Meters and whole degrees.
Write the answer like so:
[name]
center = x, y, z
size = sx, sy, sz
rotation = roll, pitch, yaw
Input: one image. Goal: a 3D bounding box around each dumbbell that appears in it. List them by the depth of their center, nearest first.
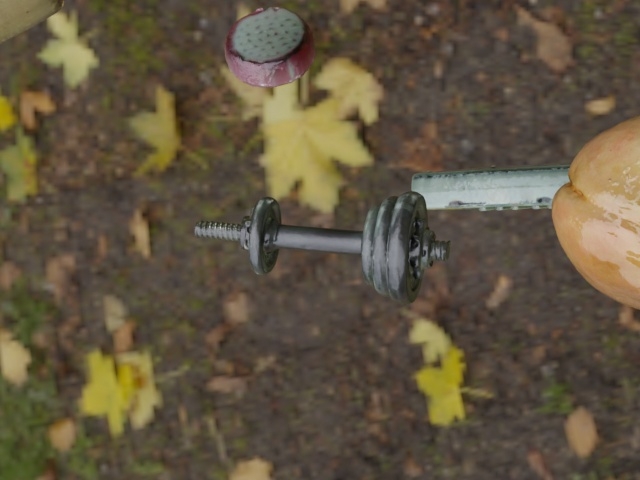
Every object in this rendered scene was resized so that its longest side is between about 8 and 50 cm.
[dumbbell]
center = 0.000, 0.000, 1.690
size = 0.254, 0.110, 0.110
rotation = 5, 98, 13

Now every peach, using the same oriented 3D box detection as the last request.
[peach]
center = 0.298, -0.025, 1.548
size = 0.184, 0.184, 0.184
rotation = 5, 97, 45

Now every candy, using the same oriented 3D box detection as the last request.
[candy]
center = -0.057, -0.217, 1.946
size = 0.103, 0.103, 0.043
rotation = 43, 159, 34

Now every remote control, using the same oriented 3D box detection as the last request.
[remote control]
center = 0.255, -0.061, 1.892
size = 0.344, 0.145, 0.050
rotation = -1, 94, 53

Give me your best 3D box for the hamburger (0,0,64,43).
[hamburger]
center = -0.336, -0.308, 1.529
size = 0.300, 0.176, 0.300
rotation = 164, 90, -82
